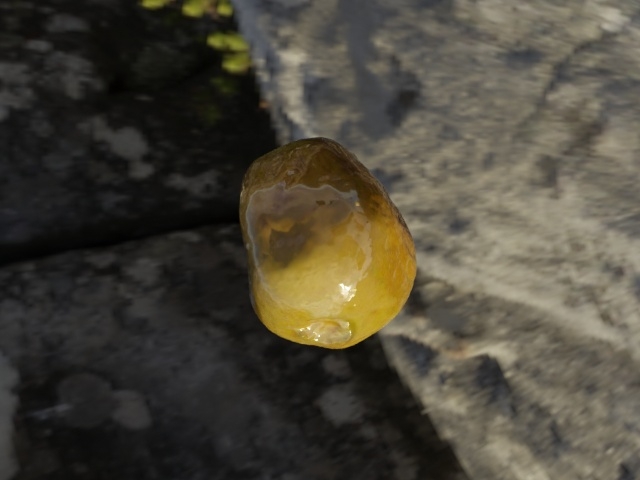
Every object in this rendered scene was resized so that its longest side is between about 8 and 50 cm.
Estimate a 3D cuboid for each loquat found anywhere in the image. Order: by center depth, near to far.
[{"bbox_3d":[0.000,0.000,1.177,0.113,0.137,0.137,-24,84,18],"label":"loquat"}]
